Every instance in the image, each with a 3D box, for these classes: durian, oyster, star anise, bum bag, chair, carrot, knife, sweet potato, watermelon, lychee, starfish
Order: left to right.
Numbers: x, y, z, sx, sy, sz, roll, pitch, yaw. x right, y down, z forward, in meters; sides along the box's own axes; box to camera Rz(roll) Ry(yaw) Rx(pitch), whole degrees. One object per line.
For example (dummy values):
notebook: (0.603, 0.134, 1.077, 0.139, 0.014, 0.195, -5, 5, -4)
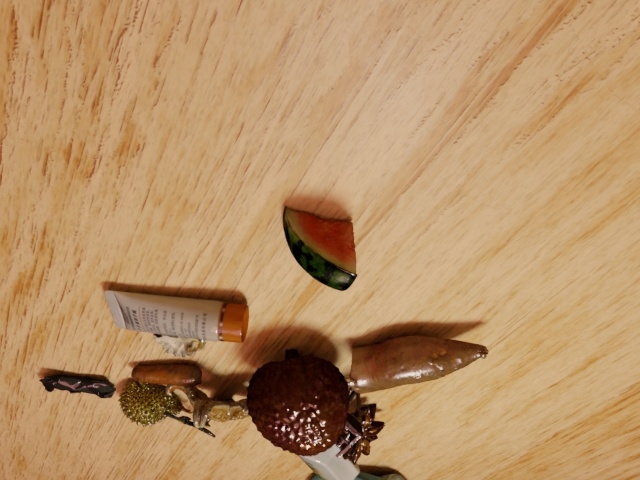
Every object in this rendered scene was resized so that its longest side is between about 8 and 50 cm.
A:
bum bag: (-0.652, 0.394, 1.590, 0.198, 0.049, 0.087, 11, 141, -12)
durian: (-0.457, 0.467, 1.635, 0.208, 0.102, 0.146, 18, 129, -24)
carrot: (-0.398, 0.345, 1.530, 0.186, 0.060, 0.060, 2, 137, 3)
oyster: (-0.339, 0.241, 1.424, 0.122, 0.045, 0.146, 12, 144, -17)
knife: (-0.367, 0.504, 1.650, 0.045, 0.021, 0.222, 23, 162, 41)
starfish: (-0.266, 0.453, 1.595, 0.312, 0.113, 0.303, 16, 162, -16)
lychee: (-0.050, 0.390, 1.434, 0.261, 0.260, 0.260, 0, 137, 0)
watermelon: (-0.012, 0.017, 1.137, 0.145, 0.137, 0.193, 12, 178, -14)
chair: (0.088, 0.451, 1.549, 0.212, 0.084, 0.101, -45, 93, 4)
star anise: (0.119, 0.510, 1.667, 0.177, 0.073, 0.234, 18, 94, -47)
sweet potato: (0.225, 0.280, 1.410, 0.337, 0.131, 0.131, -18, 134, 19)

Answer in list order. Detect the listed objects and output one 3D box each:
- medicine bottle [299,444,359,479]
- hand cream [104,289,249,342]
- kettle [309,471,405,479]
medicine bottle: (-0.007, 0.599, 1.724, 0.124, 0.179, 0.324, -44, 137, -18)
hand cream: (-0.321, 0.177, 1.327, 0.314, 0.089, 0.139, 6, 136, 0)
kettle: (0.114, 0.923, 2.062, 0.342, 0.247, 0.319, -16, 104, 27)
